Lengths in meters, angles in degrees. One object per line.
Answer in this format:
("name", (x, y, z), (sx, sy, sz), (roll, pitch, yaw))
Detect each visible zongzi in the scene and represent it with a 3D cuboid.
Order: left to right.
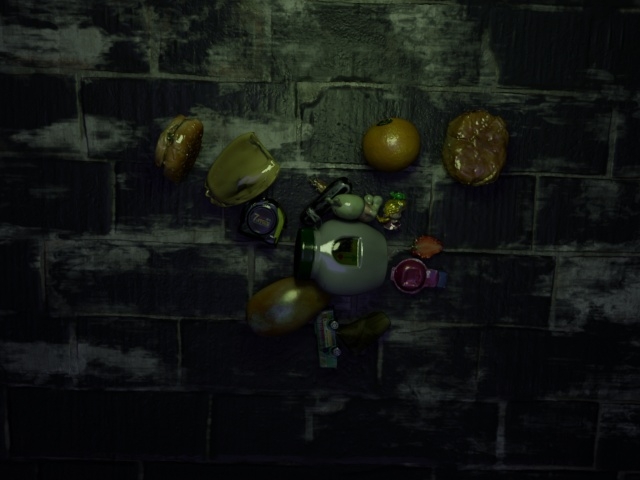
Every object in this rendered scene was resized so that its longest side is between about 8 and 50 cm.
("zongzi", (0.177, 0.356, 1.958), (0.221, 0.242, 0.112), (-38, 54, -5))

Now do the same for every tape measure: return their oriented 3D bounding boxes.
("tape measure", (-0.231, -0.087, 1.944), (0.198, 0.112, 0.186), (21, 103, -9))

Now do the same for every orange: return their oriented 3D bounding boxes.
("orange", (0.282, -0.377, 1.864), (0.236, 0.236, 0.237), (0, 97, -1))

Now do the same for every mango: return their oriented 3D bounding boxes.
("mango", (-0.131, 0.270, 1.950), (0.383, 0.199, 0.222), (-18, 79, -8))

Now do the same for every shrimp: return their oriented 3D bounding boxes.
("shrimp", (0.002, -0.179, 1.974), (0.178, 0.034, 0.124), (33, 98, -15))

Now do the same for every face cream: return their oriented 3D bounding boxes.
("face cream", (0.079, 0.066, 1.899), (0.356, 0.219, 0.313), (4, 76, -10))

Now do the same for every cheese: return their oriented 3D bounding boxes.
("cheese", (-0.326, -0.263, 1.883), (0.315, 0.128, 0.260), (-40, 62, 0))
("cheese", (0.420, 0.154, 2.012), (0.244, 0.062, 0.155), (6, 98, -3))

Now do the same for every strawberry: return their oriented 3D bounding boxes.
("strawberry", (0.448, 0.028, 2.006), (0.152, 0.048, 0.104), (2, 90, -15))

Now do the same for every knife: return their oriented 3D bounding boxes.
("knife", (0.000, 0.000, 2.006), (0.054, 0.015, 0.212), (-9, 97, 0))

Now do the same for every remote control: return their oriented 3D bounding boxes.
("remote control", (0.025, -0.154, 1.932), (0.266, 0.066, 0.090), (-43, 107, 6))

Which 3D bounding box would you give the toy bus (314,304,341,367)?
("toy bus", (0.034, 0.414, 2.025), (0.109, 0.091, 0.262), (-5, 96, 6))

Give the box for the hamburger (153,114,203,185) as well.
("hamburger", (-0.557, -0.353, 1.837), (0.146, 0.243, 0.286), (28, 111, -7))

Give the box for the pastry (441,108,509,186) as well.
("pastry", (0.620, -0.364, 1.902), (0.254, 0.162, 0.311), (15, 87, 7))

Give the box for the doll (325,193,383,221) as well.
("doll", (0.137, -0.128, 1.881), (0.274, 0.154, 0.113), (-4, 105, -42))

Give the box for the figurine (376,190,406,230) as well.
("figurine", (0.292, -0.131, 1.962), (0.114, 0.095, 0.157), (17, 116, 17))
